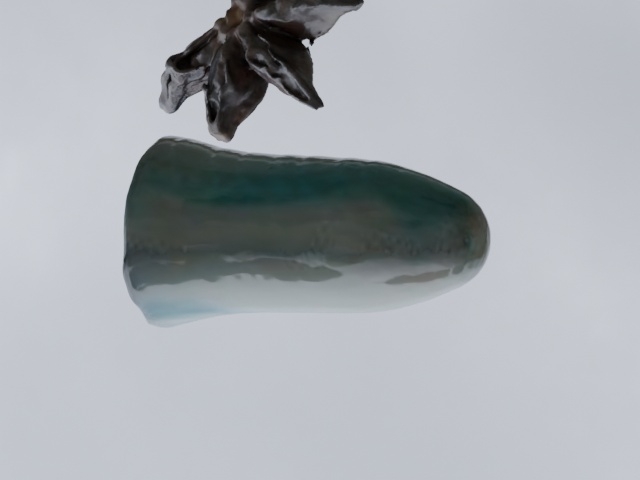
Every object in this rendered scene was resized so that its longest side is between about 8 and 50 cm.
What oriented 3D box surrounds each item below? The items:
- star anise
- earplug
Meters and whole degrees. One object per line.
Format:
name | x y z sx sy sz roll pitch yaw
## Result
star anise | -0.046 -0.179 1.502 0.171 0.208 0.063 24 179 42
earplug | 0.000 0.000 1.715 0.324 0.185 0.185 3 -160 21
